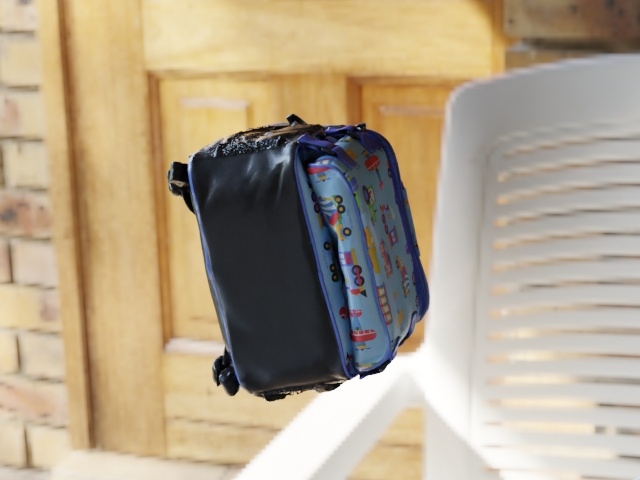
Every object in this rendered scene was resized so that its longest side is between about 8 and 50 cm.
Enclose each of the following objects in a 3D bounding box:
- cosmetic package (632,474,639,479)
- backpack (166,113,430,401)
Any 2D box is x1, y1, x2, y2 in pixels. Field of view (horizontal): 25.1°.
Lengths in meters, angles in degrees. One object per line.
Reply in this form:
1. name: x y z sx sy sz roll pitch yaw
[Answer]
1. cosmetic package: 0.230 0.384 0.979 0.097 0.284 0.377 19 39 -50
2. backpack: 0.000 0.000 0.869 0.117 0.158 0.173 -10 9 20
